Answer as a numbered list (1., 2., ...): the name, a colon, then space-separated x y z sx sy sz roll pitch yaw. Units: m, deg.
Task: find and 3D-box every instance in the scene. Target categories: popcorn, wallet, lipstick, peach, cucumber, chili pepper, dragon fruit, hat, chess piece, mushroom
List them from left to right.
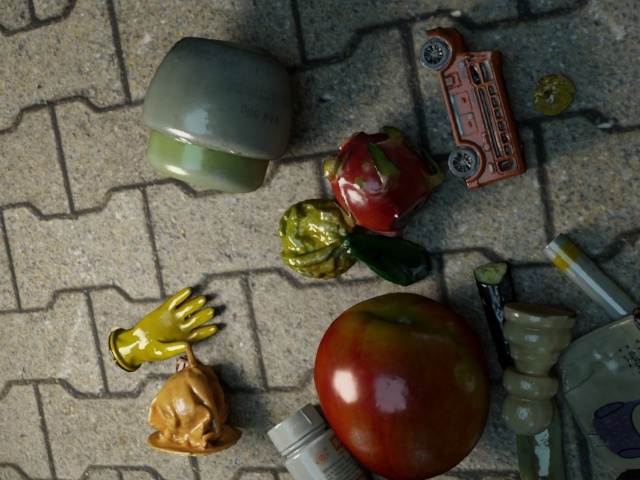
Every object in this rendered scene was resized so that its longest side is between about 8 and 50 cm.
1. hat: -0.312 0.371 2.168 0.234 0.244 0.233 -4 95 -6
2. popcorn: 0.003 -0.002 1.983 0.198 0.156 0.197 -6 81 36
3. dragon fruit: 0.122 -0.129 1.872 0.224 0.224 0.227 -43 77 26
4. chili pepper: 0.135 0.038 1.926 0.216 0.062 0.108 21 111 -24
5. peach: 0.171 0.308 1.838 0.388 0.388 0.388 5 101 26
6. cucumber: 0.382 0.167 1.865 0.074 0.074 0.241 -13 95 28
7. chess piece: 0.424 0.259 1.782 0.143 0.143 0.260 7 96 25
8. mushroom: 0.465 0.472 1.876 0.100 0.081 0.312 -6 92 25
9. popcorn: 0.448 -0.285 1.747 0.084 0.084 0.084 5 101 26
10. lipstick: 0.554 0.095 1.773 0.264 0.059 0.059 45 115 12
11. wallet: 0.604 0.307 1.754 0.275 0.068 0.335 -30 90 46

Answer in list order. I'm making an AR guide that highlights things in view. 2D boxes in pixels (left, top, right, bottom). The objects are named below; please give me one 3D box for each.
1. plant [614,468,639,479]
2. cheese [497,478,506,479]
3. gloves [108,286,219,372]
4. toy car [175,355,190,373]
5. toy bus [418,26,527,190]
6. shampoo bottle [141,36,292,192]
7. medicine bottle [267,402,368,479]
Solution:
1. plant: 0.621 0.528 1.738 0.131 0.203 0.142 7 99 19
2. cheese: 0.390 0.617 1.958 0.097 0.037 0.192 -14 92 29
3. gloves: -0.382 0.219 2.244 0.294 0.116 0.133 -27 98 22
4. toy car: -0.347 0.353 2.280 0.059 0.035 0.121 17 104 19
5. toy bus: 0.307 -0.273 1.789 0.153 0.143 0.329 -15 91 18
6. shampoo bottle: -0.218 -0.276 1.943 0.323 0.322 0.317 21 101 22
7. medicine bottle: -0.005 0.512 2.078 0.144 0.144 0.252 -42 82 26
